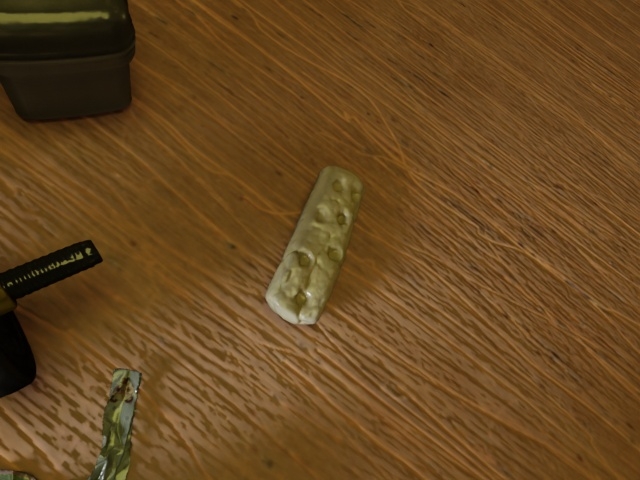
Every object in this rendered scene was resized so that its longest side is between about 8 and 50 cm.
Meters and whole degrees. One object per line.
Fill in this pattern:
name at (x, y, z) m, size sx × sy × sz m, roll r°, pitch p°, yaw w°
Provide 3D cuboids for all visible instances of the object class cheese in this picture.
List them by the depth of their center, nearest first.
cheese at (0.000, 0.000, 0.468) m, size 0.064 × 0.043 × 0.194 m, roll 25°, pitch 59°, yaw -4°

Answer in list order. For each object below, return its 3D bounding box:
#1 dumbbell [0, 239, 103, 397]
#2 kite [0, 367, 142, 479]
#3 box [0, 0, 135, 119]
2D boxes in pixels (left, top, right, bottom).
dumbbell at (-0.307, 0.074, 0.269) m, size 0.325 × 0.143 × 0.143 m, roll -27°, pitch 76°, yaw -28°
kite at (-0.181, 0.231, 0.312) m, size 0.322 × 0.013 × 0.268 m, roll 16°, pitch 62°, yaw -12°
box at (-0.281, -0.240, 0.440) m, size 0.147 × 0.129 × 0.210 m, roll -16°, pitch 72°, yaw -25°
